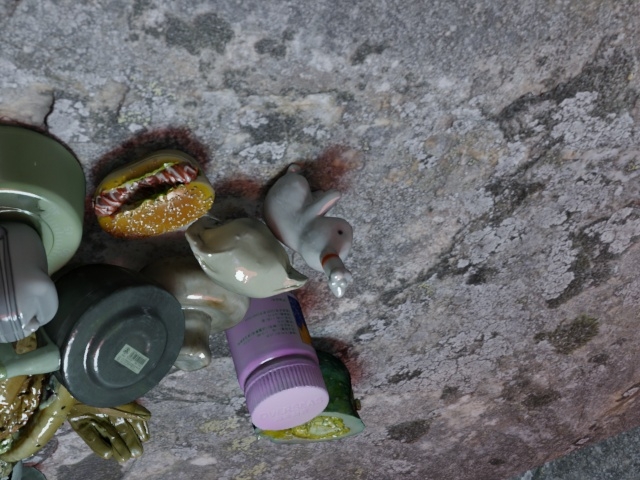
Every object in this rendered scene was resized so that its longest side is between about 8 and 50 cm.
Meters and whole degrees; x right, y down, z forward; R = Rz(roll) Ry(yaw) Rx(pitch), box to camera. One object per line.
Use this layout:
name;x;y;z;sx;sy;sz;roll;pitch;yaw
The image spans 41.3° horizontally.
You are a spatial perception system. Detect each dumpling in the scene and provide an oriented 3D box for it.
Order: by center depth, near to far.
dumpling;-0.141;0.025;1.584;0.250;0.162;0.132;22;116;-23

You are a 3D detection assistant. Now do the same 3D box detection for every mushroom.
mushroom;-0.260;0.148;1.678;0.243;0.243;0.243;-13;142;-10

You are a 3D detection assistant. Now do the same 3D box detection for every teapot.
teapot;-0.429;0.168;1.508;0.321;0.239;0.239;-38;134;-25

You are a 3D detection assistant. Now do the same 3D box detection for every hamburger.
hamburger;-0.294;-0.074;1.493;0.210;0.116;0.173;-23;145;3
hamburger;-0.608;0.282;1.668;0.318;0.277;0.195;-35;131;25

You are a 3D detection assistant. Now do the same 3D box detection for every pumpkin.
pumpkin;-0.042;0.380;2.105;0.263;0.197;0.293;-15;151;9

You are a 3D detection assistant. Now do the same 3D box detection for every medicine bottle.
medicine bottle;-0.101;0.239;1.821;0.178;0.291;0.178;-14;142;-11

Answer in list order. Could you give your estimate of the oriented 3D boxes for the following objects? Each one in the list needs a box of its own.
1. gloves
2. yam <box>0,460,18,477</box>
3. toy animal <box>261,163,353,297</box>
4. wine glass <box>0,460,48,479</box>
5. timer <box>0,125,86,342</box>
gloves;-0.514;0.381;1.932;0.154;0.141;0.331;-50;129;-4
yam;-0.656;0.434;1.842;0.071;0.317;0.067;24;94;-5
toy animal;0.006;-0.013;1.589;0.138;0.282;0.140;-41;145;-8
wine glass;-0.771;0.545;1.980;0.190;0.190;0.357;-15;147;-7
timer;-0.507;0.025;1.355;0.290;0.315;0.291;-13;143;-10
